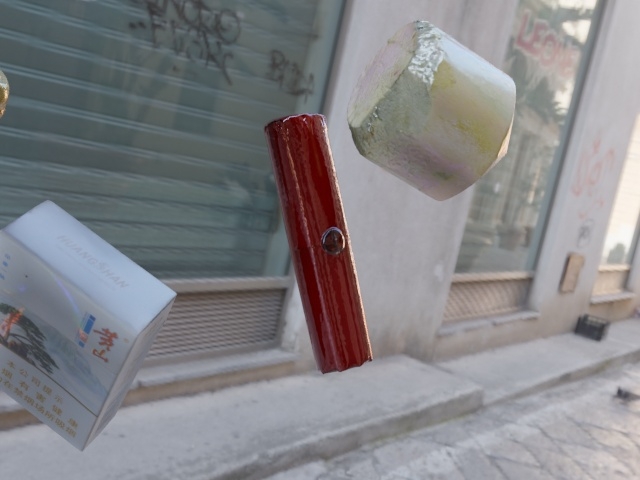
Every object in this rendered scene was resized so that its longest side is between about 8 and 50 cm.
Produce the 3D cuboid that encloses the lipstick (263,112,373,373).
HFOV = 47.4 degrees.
[{"bbox_3d":[-0.001,0.000,0.792,0.073,0.279,0.073,-12,-3,-1],"label":"lipstick"}]

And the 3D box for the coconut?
[{"bbox_3d":[0.115,-0.120,0.707,0.153,0.147,0.147,29,0,-23],"label":"coconut"}]

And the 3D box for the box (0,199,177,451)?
[{"bbox_3d":[-0.243,0.089,0.697,0.149,0.233,0.067,34,42,0],"label":"box"}]

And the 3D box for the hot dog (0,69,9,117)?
[{"bbox_3d":[-0.356,-0.078,0.700,0.066,0.215,0.047,49,21,23],"label":"hot dog"}]
